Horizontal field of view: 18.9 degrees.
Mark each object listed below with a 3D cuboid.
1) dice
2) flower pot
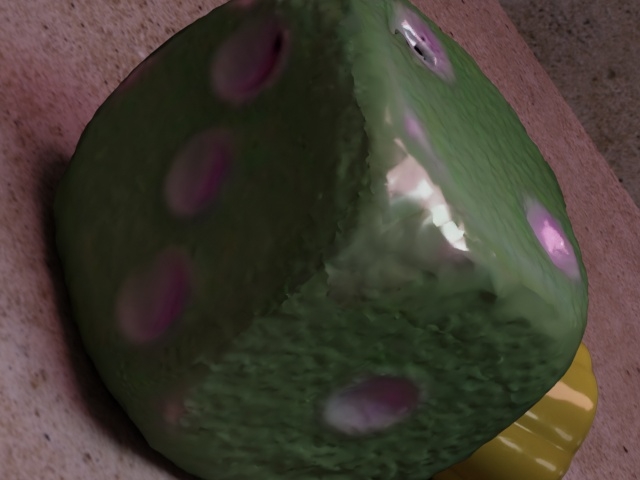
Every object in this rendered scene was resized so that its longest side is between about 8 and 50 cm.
[{"bbox_3d":[0.000,0.000,1.535,0.318,0.322,0.330,34,32,-46],"label":"dice"},{"bbox_3d":[0.139,0.142,1.844,0.179,0.195,0.195,31,31,-25],"label":"flower pot"}]
